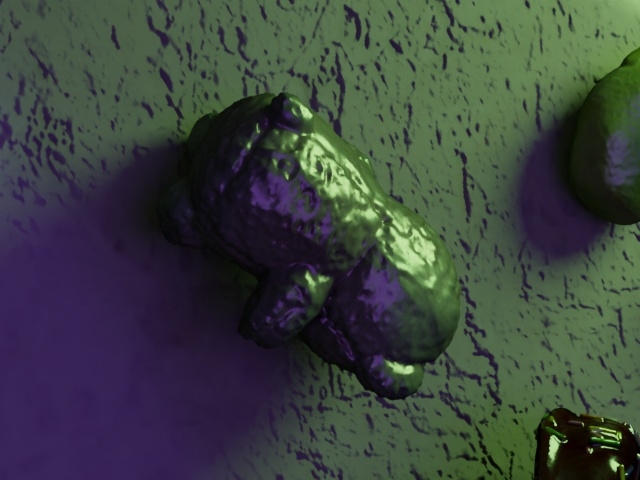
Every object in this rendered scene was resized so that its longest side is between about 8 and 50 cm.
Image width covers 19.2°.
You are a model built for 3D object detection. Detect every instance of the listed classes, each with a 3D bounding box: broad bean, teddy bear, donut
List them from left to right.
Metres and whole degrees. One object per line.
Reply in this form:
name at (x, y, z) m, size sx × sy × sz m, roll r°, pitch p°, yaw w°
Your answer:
teddy bear at (0.000, -0.001, 1.530) m, size 0.267 × 0.151 × 0.236 m, roll 47°, pitch 41°, yaw -26°
donut at (0.232, 0.254, 1.597) m, size 0.089 × 0.235 × 0.235 m, roll -3°, pitch 87°, yaw 17°
broad bean at (0.295, -0.102, 1.719) m, size 0.124 × 0.082 × 0.174 m, roll 48°, pitch 67°, yaw -18°
